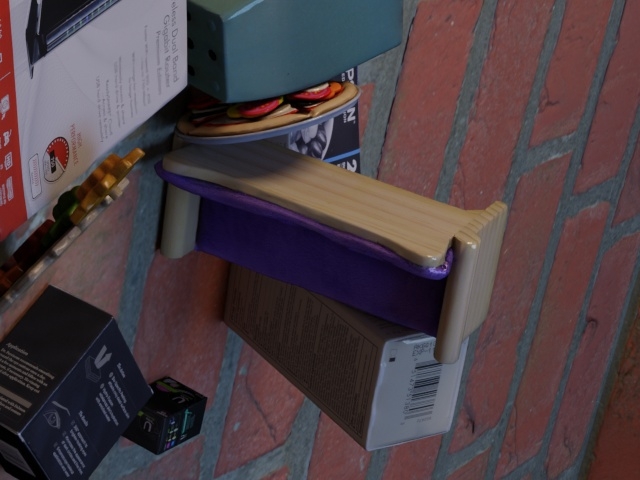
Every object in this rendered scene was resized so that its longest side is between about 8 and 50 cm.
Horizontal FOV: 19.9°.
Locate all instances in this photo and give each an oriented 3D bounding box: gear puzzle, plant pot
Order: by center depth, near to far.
[{"bbox_3d":[-0.258,0.009,1.626,0.339,0.044,0.175,-39,-171,47],"label":"gear puzzle"},{"bbox_3d":[-0.051,-0.248,1.863,0.234,0.166,0.165,-36,141,-35],"label":"plant pot"}]

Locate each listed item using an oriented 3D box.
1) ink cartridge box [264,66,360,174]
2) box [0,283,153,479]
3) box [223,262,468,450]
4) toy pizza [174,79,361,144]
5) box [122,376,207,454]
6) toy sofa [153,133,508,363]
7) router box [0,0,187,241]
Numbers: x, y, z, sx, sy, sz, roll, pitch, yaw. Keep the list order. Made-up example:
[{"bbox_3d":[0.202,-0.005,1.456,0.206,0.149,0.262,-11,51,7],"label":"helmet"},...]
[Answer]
[{"bbox_3d":[0.005,-0.127,2.137,0.208,0.045,0.206,-22,115,-55],"label":"ink cartridge box"},{"bbox_3d":[-0.269,0.159,1.864,0.158,0.093,0.156,-52,150,-24],"label":"box"},{"bbox_3d":[0.022,0.095,2.083,0.121,0.311,0.148,-9,122,-33],"label":"box"},{"bbox_3d":[-0.057,-0.145,1.905,0.201,0.201,0.032,-32,115,-48],"label":"toy pizza"},{"bbox_3d":[-0.181,0.201,2.092,0.083,0.062,0.052,-22,131,-54],"label":"box"},{"bbox_3d":[0.000,0.000,1.930,0.177,0.362,0.150,-38,143,-55],"label":"toy sofa"},{"bbox_3d":[-0.224,-0.216,1.516,0.301,0.082,0.335,-47,148,-45],"label":"router box"}]
